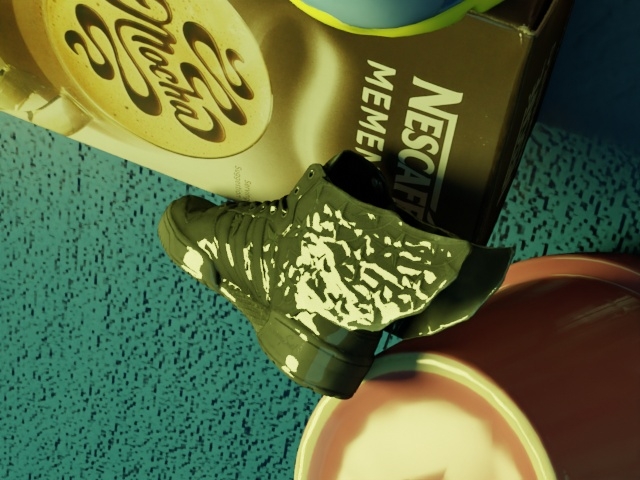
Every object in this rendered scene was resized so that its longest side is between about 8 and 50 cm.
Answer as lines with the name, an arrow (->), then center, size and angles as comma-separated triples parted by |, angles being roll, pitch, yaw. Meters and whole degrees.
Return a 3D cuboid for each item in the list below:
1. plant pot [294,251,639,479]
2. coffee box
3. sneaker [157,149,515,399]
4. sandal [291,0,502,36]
plant pot -> 0.093, 0.106, 0.571 | 0.201, 0.180, 0.201 | 0, 90, 37
coffee box -> -0.043, -0.116, 0.556 | 0.297, 0.119, 0.168 | 21, 145, 11
sneaker -> -0.002, -0.001, 0.522 | 0.170, 0.051, 0.089 | 43, 111, 45
sandal -> 0.076, -0.209, 0.393 | 0.126, 0.138, 0.317 | 33, 93, 14
